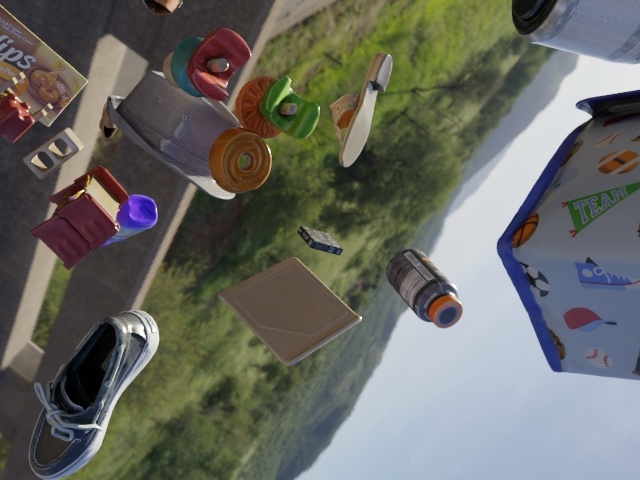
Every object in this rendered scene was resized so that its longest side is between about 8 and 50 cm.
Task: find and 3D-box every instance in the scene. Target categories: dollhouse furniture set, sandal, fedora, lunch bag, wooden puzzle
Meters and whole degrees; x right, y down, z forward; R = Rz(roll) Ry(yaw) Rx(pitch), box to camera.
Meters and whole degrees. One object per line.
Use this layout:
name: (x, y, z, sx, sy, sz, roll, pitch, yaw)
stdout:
dollhouse furniture set: (-0.594, -0.150, 1.424, 0.152, 0.374, 0.201, -33, -156, 8)
sandal: (0.060, -0.260, 1.297, 0.239, 0.079, 0.088, -67, 156, -6)
fedora: (-0.232, -0.204, 1.166, 0.124, 0.275, 0.244, -54, 174, 12)
lunch bag: (0.425, -0.050, 0.703, 0.328, 0.238, 0.385, 1, -142, 46)
wooden puzzle: (-0.066, 0.147, 1.413, 0.221, 0.239, 0.044, -27, 144, -39)

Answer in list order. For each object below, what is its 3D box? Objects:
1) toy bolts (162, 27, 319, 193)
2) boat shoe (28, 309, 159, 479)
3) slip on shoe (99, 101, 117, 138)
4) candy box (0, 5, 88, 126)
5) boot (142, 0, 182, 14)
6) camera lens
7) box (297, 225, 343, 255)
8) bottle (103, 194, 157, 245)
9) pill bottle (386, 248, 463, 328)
toy bolts: (-0.156, -0.204, 1.037, 0.159, 0.228, 0.218, 15, -111, 51)
boat shoe: (-0.353, 0.234, 0.968, 0.306, 0.113, 0.105, -50, 164, 12)
slip on shoe: (-0.499, -0.288, 1.582, 0.052, 0.041, 0.135, 3, 161, -32)
candy box: (-0.857, -0.499, 1.900, 0.183, 0.316, 0.088, -52, -152, -8)
boot: (-0.278, -0.552, 1.334, 0.220, 0.109, 0.283, -64, -159, 5)
camera lens: (0.503, -0.444, 1.193, 0.219, 0.275, 0.219, -170, -90, -79)
box: (0.000, 0.000, 1.412, 0.083, 0.067, 0.018, 15, 113, -39)
bottle: (-0.565, -0.046, 1.806, 0.283, 0.092, 0.118, -18, 165, 39)
pill bottle: (0.284, 0.133, 1.785, 0.130, 0.131, 0.245, -55, -146, 14)
